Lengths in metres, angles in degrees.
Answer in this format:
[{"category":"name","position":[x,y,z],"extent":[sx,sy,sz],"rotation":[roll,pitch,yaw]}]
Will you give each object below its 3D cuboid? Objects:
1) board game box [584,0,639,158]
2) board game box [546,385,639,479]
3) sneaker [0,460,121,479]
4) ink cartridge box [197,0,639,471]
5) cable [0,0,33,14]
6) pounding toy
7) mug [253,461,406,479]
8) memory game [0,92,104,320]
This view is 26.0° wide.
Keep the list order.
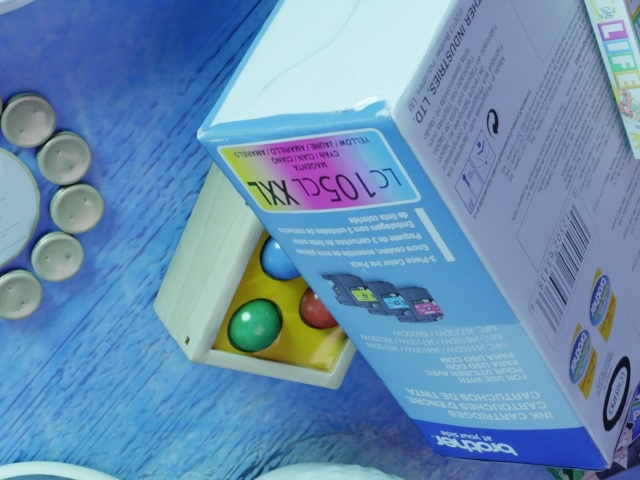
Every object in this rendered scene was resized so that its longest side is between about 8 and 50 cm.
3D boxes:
[{"category":"board game box","position":[0.215,-0.146,0.918],"extent":[0.103,0.026,0.154],"rotation":[-50,126,-42]},{"category":"board game box","position":[0.344,0.078,1.240],"extent":[0.317,0.046,0.214],"rotation":[-18,121,-19]},{"category":"sneaker","position":[-0.252,0.234,0.944],"extent":[0.350,0.148,0.131],"rotation":[7,111,-31]},{"category":"ink cartridge box","position":[0.124,-0.030,0.937],"extent":[0.395,0.151,0.270],"rotation":[53,50,-34]},{"category":"cable","position":[-0.214,-0.247,0.753],"extent":[0.257,0.089,0.257],"rotation":[30,98,-35]},{"category":"pounding toy","position":[0.010,-0.003,0.993],"extent":[0.181,0.094,0.206],"rotation":[15,107,-32]},{"category":"mug","position":[0.013,0.308,0.991],"extent":[0.374,0.328,0.276],"rotation":[18,103,-40]},{"category":"memory game","position":[-0.233,-0.019,0.908],"extent":[0.186,0.012,0.186],"rotation":[-12,120,-21]}]
